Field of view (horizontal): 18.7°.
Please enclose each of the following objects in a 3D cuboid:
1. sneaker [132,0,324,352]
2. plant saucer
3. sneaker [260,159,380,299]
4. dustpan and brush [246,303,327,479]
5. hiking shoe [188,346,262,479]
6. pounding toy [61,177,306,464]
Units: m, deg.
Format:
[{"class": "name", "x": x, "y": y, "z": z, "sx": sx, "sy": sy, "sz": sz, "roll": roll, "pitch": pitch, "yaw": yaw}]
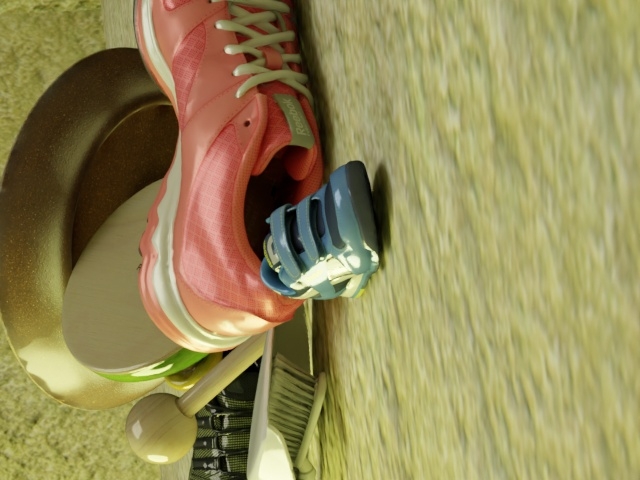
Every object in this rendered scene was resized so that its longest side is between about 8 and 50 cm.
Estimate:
[{"class": "sneaker", "x": -0.040, "y": -0.087, "z": 1.259, "sx": 0.136, "sy": 0.116, "sz": 0.314, "roll": -10, "pitch": 79, "yaw": 56}, {"class": "plant saucer", "x": -0.155, "y": -0.007, "z": 1.646, "sx": 0.310, "sy": 0.050, "sz": 0.310, "roll": -18, "pitch": -69, "yaw": -56}, {"class": "sneaker", "x": 0.000, "y": 0.000, "z": 1.088, "sx": 0.144, "sy": 0.059, "sz": 0.053, "roll": 108, "pitch": 158, "yaw": -66}, {"class": "dustpan and brush", "x": -0.019, "y": 0.143, "z": 1.343, "sx": 0.147, "sy": 0.060, "sz": 0.211, "roll": -86, "pitch": 6, "yaw": -47}, {"class": "hiking shoe", "x": -0.070, "y": 0.159, "z": 1.541, "sx": 0.227, "sy": 0.086, "sz": 0.114, "roll": -102, "pitch": 8, "yaw": -45}, {"class": "pounding toy", "x": -0.089, "y": 0.064, "z": 1.496, "sx": 0.110, "sy": 0.183, "sz": 0.237, "roll": 43, "pitch": -170, "yaw": -40}]
